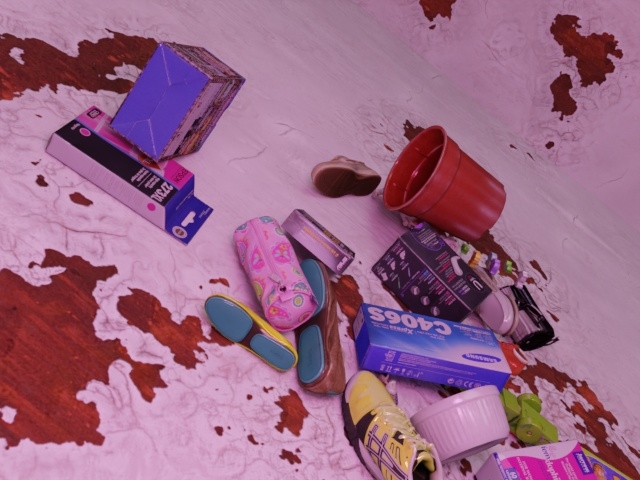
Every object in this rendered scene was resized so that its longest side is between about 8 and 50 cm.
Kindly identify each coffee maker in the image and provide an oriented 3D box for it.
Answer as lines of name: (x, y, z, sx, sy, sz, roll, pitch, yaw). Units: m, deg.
coffee maker: (0.598, 0.230, 2.096, 0.171, 0.120, 0.178, 34, 26, -53)

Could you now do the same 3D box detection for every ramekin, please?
ramekin: (0.304, 0.401, 1.518, 0.207, 0.207, 0.109, 4, 56, -41)

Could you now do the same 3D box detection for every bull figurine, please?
bull figurine: (0.292, -0.066, 2.147, 0.188, 0.101, 0.310, 1, 49, -40)

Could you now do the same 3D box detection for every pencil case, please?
pencil case: (-0.103, 0.066, 1.565, 0.124, 0.124, 0.284, 13, 32, -33)

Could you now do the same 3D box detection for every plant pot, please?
plant pot: (0.363, -0.142, 2.016, 0.265, 0.272, 0.272, 30, 34, -20)

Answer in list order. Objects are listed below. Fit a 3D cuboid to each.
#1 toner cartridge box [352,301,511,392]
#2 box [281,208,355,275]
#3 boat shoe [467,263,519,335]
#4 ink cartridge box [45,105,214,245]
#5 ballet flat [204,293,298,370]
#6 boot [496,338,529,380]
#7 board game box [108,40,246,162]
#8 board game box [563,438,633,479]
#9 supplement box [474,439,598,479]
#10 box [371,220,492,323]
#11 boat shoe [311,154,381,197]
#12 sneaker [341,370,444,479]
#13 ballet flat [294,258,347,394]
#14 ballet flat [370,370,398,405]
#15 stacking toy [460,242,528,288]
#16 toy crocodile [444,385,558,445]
toner cartridge box: (0.256, 0.252, 1.662, 0.347, 0.075, 0.165, 13, 29, -12)
box: (0.000, 0.000, 1.739, 0.183, 0.056, 0.231, 41, 4, 2)
boat shoe: (0.464, 0.165, 2.022, 0.103, 0.113, 0.302, 20, 21, -18)
ink cartridge box: (-0.415, -0.151, 1.614, 0.371, 0.069, 0.176, 36, 33, -8)
ballet flat: (-0.143, 0.187, 1.472, 0.231, 0.077, 0.077, 38, 12, -6)
boot: (0.500, 0.294, 1.934, 0.059, 0.085, 0.158, -12, 56, -46)
board game box: (-0.329, -0.330, 1.680, 0.141, 0.232, 0.291, 37, 15, 0)
board game box: (0.710, 0.665, 1.695, 0.347, 0.078, 0.233, 33, 34, -9)
supplement box: (0.471, 0.522, 1.546, 0.220, 0.114, 0.111, -3, 47, -19)
box: (0.300, 0.106, 1.910, 0.270, 0.143, 0.165, 47, 36, 12)
boat shoe: (0.062, -0.196, 2.085, 0.302, 0.109, 0.098, -2, 45, -52)
sneaker: (0.165, 0.417, 1.410, 0.145, 0.147, 0.385, 7, 44, -37)
ballet flat: (0.006, 0.197, 1.570, 0.124, 0.116, 0.342, 40, 27, -37)
ballet flat: (0.149, 0.320, 1.606, 0.041, 0.041, 0.114, 0, 49, -43)
stacking toy: (0.514, 0.063, 2.110, 0.167, 0.052, 0.221, 24, 13, -2)
toy crocodile: (0.453, 0.414, 1.744, 0.340, 0.105, 0.115, 35, 33, -13)
